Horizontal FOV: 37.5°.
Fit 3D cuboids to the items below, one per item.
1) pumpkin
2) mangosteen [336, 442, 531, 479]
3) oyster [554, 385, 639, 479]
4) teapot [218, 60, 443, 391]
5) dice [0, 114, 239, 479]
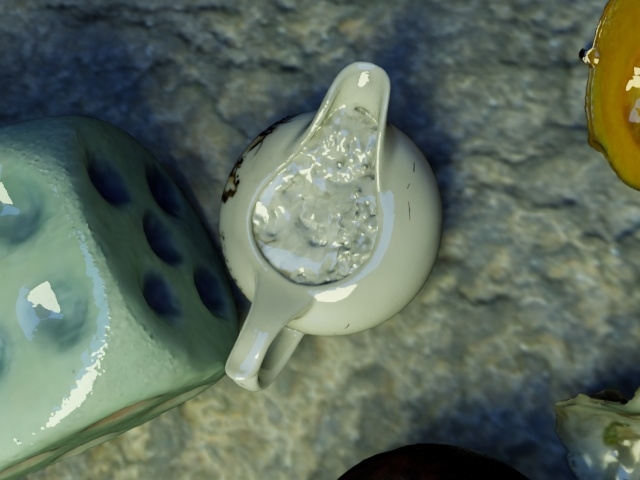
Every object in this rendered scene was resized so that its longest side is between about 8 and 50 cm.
[{"bbox_3d":[0.323,-0.178,0.769,0.111,0.278,0.163,-7,52,-21],"label":"pumpkin"},{"bbox_3d":[0.084,0.302,0.773,0.288,0.288,0.288,-1,87,16],"label":"mangosteen"},{"bbox_3d":[0.360,0.112,0.756,0.238,0.115,0.351,29,111,-2],"label":"oyster"},{"bbox_3d":[0.000,0.000,0.860,0.208,0.166,0.299,22,84,4],"label":"teapot"},{"bbox_3d":[-0.254,0.059,0.870,0.268,0.262,0.264,-27,80,14],"label":"dice"}]
